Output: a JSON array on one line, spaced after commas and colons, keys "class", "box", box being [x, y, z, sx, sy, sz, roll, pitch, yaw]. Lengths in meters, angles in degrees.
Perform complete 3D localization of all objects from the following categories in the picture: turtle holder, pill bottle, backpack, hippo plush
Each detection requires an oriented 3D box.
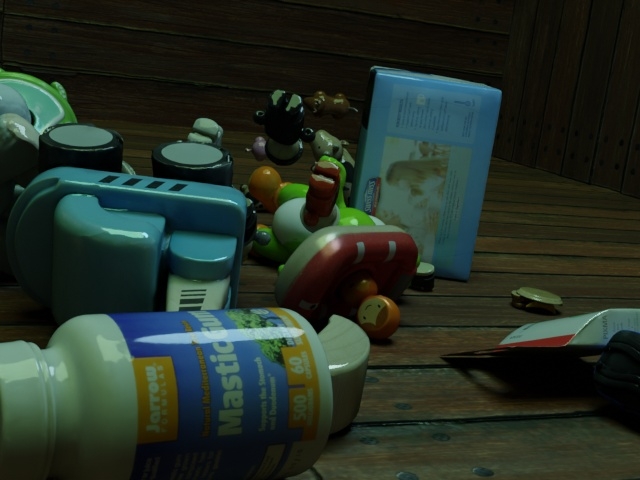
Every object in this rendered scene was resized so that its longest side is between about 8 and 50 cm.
[{"class": "turtle holder", "box": [-0.588, -0.179, 1.988, 0.320, 0.243, 0.227, 46, 10, -29]}, {"class": "pill bottle", "box": [-0.139, 0.134, 0.823, 0.272, 0.152, 0.152, 0, 14, -34]}, {"class": "backpack", "box": [0.386, 0.167, 1.167, 0.101, 0.098, 0.120, 36, -9, -39]}, {"class": "hippo plush", "box": [-0.484, -0.091, 1.420, 0.294, 0.234, 0.237, -30, 45, -4]}]

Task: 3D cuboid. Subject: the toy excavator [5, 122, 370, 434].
[{"class": "toy excavator", "box": [-0.169, 0.058, 1.164, 0.432, 0.222, 0.445, 7, 25, -3]}]

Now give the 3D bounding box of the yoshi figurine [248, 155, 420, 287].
[{"class": "yoshi figurine", "box": [-0.010, -0.019, 1.625, 0.362, 0.204, 0.203, 20, 33, 39]}]

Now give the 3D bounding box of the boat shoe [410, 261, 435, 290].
[{"class": "boat shoe", "box": [0.135, 0.053, 1.698, 0.133, 0.042, 0.049, 16, 35, 36]}]

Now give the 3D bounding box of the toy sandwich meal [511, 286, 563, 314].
[{"class": "toy sandwich meal", "box": [0.354, 0.100, 1.643, 0.085, 0.029, 0.085, 12, 10, -2]}]

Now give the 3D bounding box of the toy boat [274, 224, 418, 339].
[{"class": "toy boat", "box": [0.053, 0.072, 1.371, 0.231, 0.151, 0.151, -3, 44, -42]}]

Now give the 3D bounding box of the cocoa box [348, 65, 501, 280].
[{"class": "cocoa box", "box": [0.179, -0.129, 1.836, 0.231, 0.347, 0.228, 8, 12, -1]}]

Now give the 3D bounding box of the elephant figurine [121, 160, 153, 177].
[{"class": "elephant figurine", "box": [-0.309, -0.041, 1.523, 0.239, 0.170, 0.186, 12, 17, 2]}]

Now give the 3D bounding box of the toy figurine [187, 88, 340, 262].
[{"class": "toy figurine", "box": [-0.086, -0.089, 1.458, 0.209, 0.213, 0.148, -23, -24, -15]}]

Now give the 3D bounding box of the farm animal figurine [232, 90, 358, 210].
[{"class": "farm animal figurine", "box": [0.010, -0.153, 2.203, 0.326, 0.330, 0.172, 34, 2, -16]}]

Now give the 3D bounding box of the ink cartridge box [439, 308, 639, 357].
[{"class": "ink cartridge box", "box": [0.291, 0.120, 1.281, 0.224, 0.056, 0.181, 5, -12, -21]}]
